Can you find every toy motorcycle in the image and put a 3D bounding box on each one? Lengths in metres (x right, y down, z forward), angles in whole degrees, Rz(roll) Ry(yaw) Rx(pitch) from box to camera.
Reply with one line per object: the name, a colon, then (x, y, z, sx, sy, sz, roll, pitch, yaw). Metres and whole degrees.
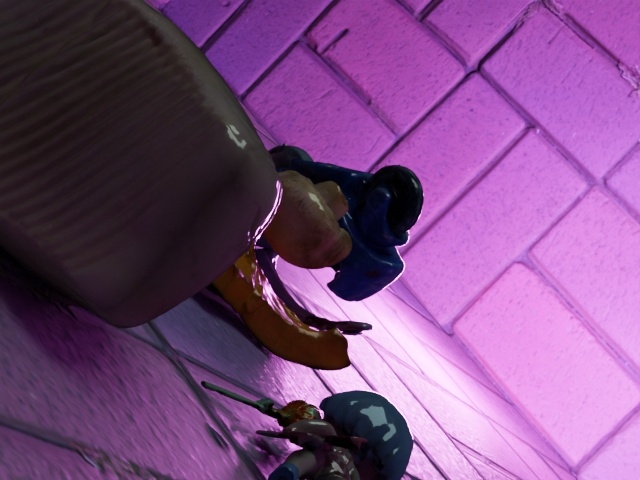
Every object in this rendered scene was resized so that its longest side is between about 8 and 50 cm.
toy motorcycle: (0.017, -0.003, 2.143, 0.319, 0.182, 0.241, 15, -57, 44)

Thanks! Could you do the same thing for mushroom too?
mushroom: (-0.021, -0.027, 1.969, 0.148, 0.112, 0.148, 52, -16, 21)

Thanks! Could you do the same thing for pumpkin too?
pumpkin: (-0.107, 0.025, 1.916, 0.290, 0.095, 0.258, 51, 1, 43)

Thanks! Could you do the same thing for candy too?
candy: (-0.060, 0.171, 1.580, 0.055, 0.049, 0.185, 9, -14, 43)

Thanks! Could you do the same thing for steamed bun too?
steamed bun: (-0.195, -0.078, 1.382, 0.383, 0.247, 0.236, 42, -7, 28)

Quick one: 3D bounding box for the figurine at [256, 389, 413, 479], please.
figurine: (0.034, 0.227, 1.488, 0.205, 0.103, 0.260, 44, 16, 10)
